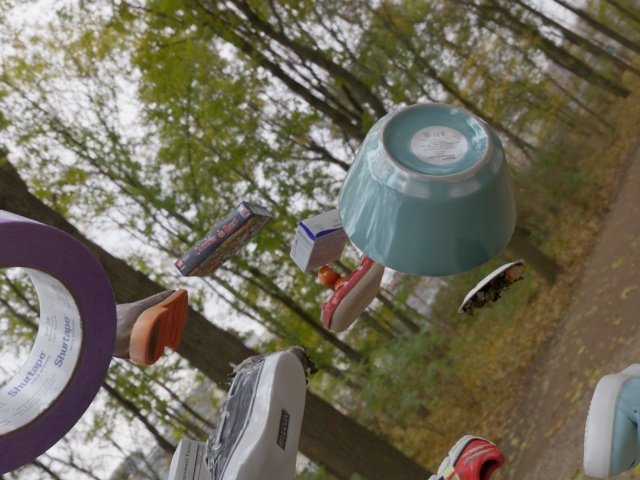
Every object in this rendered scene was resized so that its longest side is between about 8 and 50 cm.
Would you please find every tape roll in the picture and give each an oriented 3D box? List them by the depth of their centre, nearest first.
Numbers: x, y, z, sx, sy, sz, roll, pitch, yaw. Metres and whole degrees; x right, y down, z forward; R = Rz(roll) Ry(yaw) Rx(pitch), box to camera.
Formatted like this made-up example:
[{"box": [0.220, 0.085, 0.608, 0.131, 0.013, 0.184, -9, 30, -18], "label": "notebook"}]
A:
[{"box": [-0.354, 0.107, 0.740, 0.275, 0.090, 0.275, -24, -59, -47], "label": "tape roll"}]

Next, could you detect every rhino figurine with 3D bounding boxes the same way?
[{"box": [-0.134, 0.321, 1.729, 0.073, 0.243, 0.106, -92, -15, -55], "label": "rhino figurine"}]

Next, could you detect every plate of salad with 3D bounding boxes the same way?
[{"box": [0.413, 0.117, 1.677, 0.200, 0.048, 0.200, -33, -20, -13], "label": "plate of salad"}]

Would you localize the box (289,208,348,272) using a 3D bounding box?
[{"box": [0.000, 0.000, 1.841, 0.126, 0.072, 0.137, -20, -35, -35], "label": "box"}]

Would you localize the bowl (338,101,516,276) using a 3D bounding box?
[{"box": [0.182, -0.111, 1.169, 0.311, 0.311, 0.163, -49, -27, -30], "label": "bowl"}]

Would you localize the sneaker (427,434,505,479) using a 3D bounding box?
[{"box": [0.281, 0.517, 1.421, 0.279, 0.118, 0.107, -50, -48, -27], "label": "sneaker"}]

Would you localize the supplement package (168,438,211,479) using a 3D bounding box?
[{"box": [-0.195, 0.457, 1.337, 0.105, 0.179, 0.105, 119, 161, -50], "label": "supplement package"}]

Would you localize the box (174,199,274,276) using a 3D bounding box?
[{"box": [-0.234, 0.000, 1.735, 0.233, 0.044, 0.159, -41, -11, 9], "label": "box"}]

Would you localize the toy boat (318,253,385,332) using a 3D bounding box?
[{"box": [0.061, 0.115, 1.826, 0.231, 0.151, 0.151, -45, -20, -30], "label": "toy boat"}]

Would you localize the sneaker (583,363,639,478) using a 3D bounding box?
[{"box": [0.523, 0.274, 1.091, 0.366, 0.150, 0.135, -15, -76, -50], "label": "sneaker"}]

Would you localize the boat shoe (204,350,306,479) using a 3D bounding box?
[{"box": [-0.098, 0.272, 0.901, 0.102, 0.108, 0.301, -19, 36, 26], "label": "boat shoe"}]

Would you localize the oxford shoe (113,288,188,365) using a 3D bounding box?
[{"box": [-0.356, 0.158, 1.429, 0.363, 0.132, 0.130, -14, -68, -87], "label": "oxford shoe"}]
